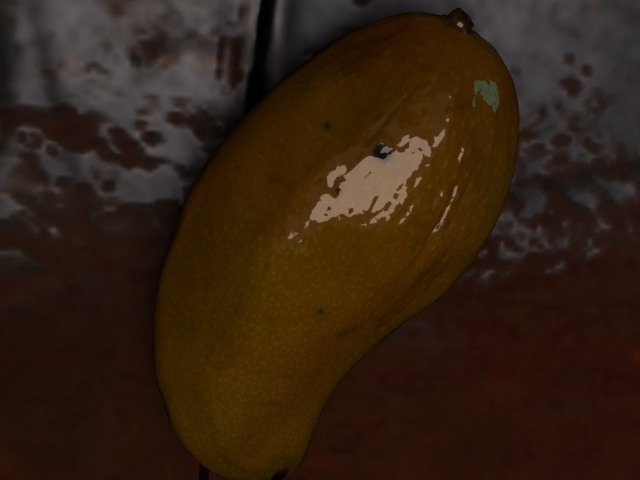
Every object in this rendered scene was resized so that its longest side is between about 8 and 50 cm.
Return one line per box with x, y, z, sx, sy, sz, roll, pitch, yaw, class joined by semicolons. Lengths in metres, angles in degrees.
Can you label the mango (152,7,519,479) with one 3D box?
0.000;0.000;0.551;0.098;0.075;0.190;31;106;-10;mango
